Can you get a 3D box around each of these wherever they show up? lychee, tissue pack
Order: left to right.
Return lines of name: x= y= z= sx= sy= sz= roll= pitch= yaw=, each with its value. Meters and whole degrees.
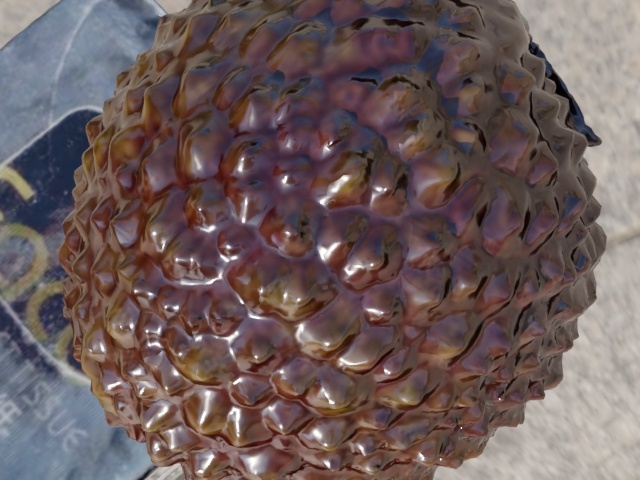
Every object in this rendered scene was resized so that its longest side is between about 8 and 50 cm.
tissue pack: x=-0.170 y=0.046 z=1.034 sx=0.361 sy=0.122 sz=0.259 roll=-38 pitch=79 yaw=0
lychee: x=0.000 y=0.000 z=0.573 sx=0.188 sy=0.188 sz=0.188 roll=-5 pitch=72 yaw=16
